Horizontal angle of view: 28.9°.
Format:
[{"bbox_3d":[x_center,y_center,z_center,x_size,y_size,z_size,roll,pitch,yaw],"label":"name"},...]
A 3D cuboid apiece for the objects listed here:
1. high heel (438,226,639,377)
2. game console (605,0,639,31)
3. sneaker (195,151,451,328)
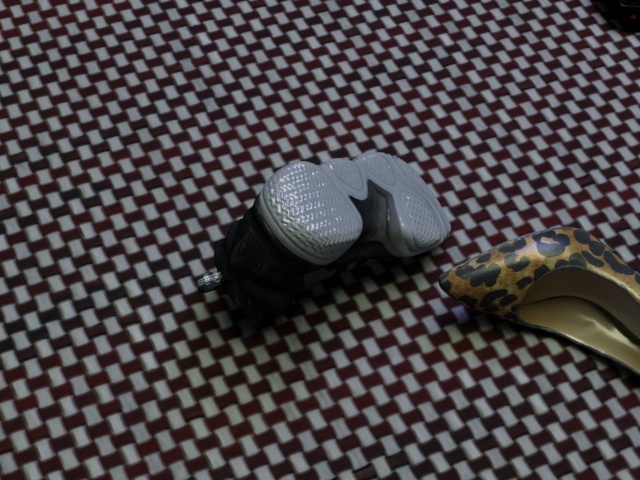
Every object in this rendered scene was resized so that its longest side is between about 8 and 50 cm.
[{"bbox_3d":[0.243,0.081,1.082,0.261,0.093,0.186,0,45,-18],"label":"high heel"},{"bbox_3d":[0.490,-0.326,1.470,0.361,0.044,0.213,3,52,-6],"label":"game console"},{"bbox_3d":[0.000,0.000,1.117,0.268,0.153,0.101,-4,61,-55],"label":"sneaker"}]
